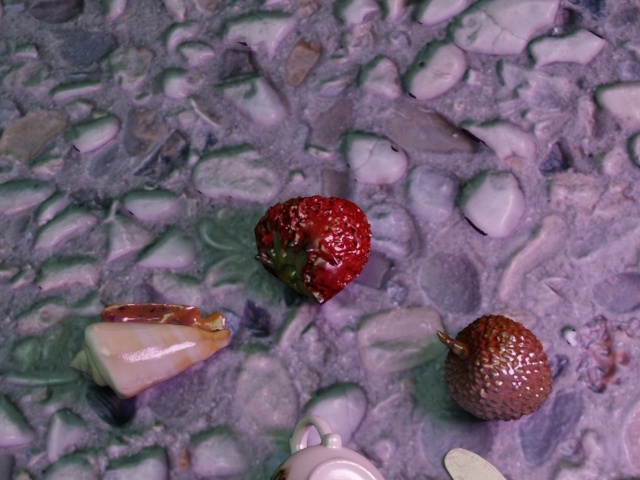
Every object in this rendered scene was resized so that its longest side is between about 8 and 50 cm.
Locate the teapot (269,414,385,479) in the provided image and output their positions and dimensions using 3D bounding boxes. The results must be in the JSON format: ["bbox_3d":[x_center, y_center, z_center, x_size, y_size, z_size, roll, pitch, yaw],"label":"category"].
[{"bbox_3d":[0.010,0.394,1.623,0.204,0.139,0.298,9,57,-21],"label":"teapot"}]

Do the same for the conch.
[{"bbox_3d":[-0.276,0.184,1.781,0.255,0.127,0.158,1,29,-19],"label":"conch"}]

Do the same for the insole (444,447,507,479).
[{"bbox_3d":[0.268,0.384,1.674,0.192,0.010,0.063,34,70,21],"label":"insole"}]

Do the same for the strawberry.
[{"bbox_3d":[0.000,0.000,1.812,0.201,0.187,0.184,-38,100,-31],"label":"strawberry"}]

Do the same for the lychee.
[{"bbox_3d":[0.262,0.193,1.687,0.197,0.165,0.165,26,63,-18],"label":"lychee"}]
